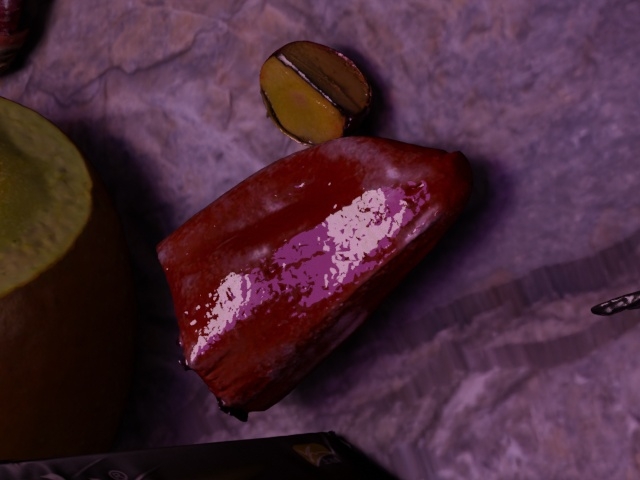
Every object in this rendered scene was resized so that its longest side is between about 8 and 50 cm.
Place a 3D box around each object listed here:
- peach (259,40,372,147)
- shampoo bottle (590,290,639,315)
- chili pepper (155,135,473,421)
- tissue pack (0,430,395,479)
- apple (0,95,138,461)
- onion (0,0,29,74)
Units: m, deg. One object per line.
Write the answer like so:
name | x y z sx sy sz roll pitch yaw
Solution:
peach | 0.001 -0.107 1.211 0.083 0.050 0.077 4 115 50
shampoo bottle | 0.255 0.141 0.974 0.153 0.071 0.284 -39 62 36
chili pepper | 0.000 0.000 1.188 0.253 0.136 0.144 -37 21 23
tissue pack | -0.090 0.258 1.071 0.198 0.370 0.210 37 112 37
apple | -0.336 0.069 1.311 0.374 0.374 0.384 -6 85 41
onion | -0.326 -0.206 1.441 0.150 0.140 0.150 20 116 50
